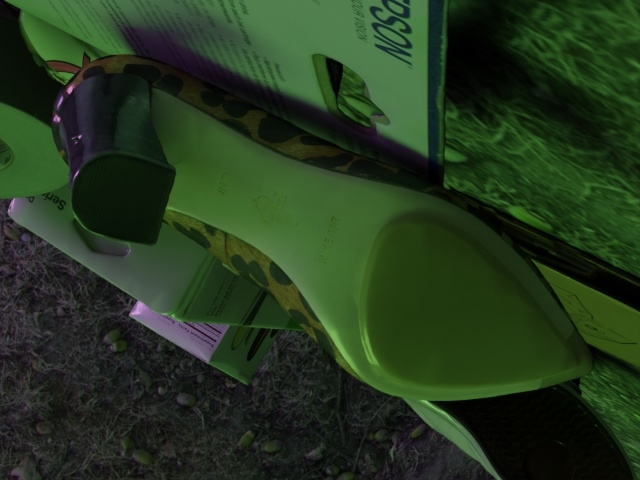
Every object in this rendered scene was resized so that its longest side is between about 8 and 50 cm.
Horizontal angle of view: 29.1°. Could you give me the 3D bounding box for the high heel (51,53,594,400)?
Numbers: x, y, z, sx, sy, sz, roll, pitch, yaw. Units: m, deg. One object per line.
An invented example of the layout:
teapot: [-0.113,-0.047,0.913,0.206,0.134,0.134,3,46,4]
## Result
high heel: [0.000,-0.014,0.591,0.261,0.093,0.186,22,-166,-19]

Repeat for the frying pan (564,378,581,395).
frying pan: [0.144,0.085,1.223,0.197,0.053,0.326,33,173,-15]

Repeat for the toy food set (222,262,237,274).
toy food set: [0.000,0.000,1.021,0.111,0.105,0.232,20,172,19]

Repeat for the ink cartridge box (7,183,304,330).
ink cartridge box: [-0.123,-0.013,1.185,0.211,0.122,0.289,29,-175,20]

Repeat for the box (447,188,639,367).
box: [0.175,0.038,0.870,0.164,0.021,0.201,28,172,26]

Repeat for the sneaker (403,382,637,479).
sneaker: [0.169,0.159,1.136,0.290,0.106,0.123,38,177,22]

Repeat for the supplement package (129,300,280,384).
supplement package: [-0.140,0.078,1.821,0.149,0.203,0.194,29,174,20]

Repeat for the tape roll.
tape roll: [-0.298,-0.107,0.990,0.219,0.072,0.219,3,159,1]

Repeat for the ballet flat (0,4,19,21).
ballet flat: [-0.309,-0.174,1.222,0.124,0.116,0.342,52,173,-12]

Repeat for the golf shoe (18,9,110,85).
golf shoe: [-0.126,-0.129,0.865,0.186,0.067,0.086,32,147,0]

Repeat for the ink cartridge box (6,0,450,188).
ink cartridge box: [-0.080,-0.137,0.514,0.330,0.071,0.324,26,173,9]
